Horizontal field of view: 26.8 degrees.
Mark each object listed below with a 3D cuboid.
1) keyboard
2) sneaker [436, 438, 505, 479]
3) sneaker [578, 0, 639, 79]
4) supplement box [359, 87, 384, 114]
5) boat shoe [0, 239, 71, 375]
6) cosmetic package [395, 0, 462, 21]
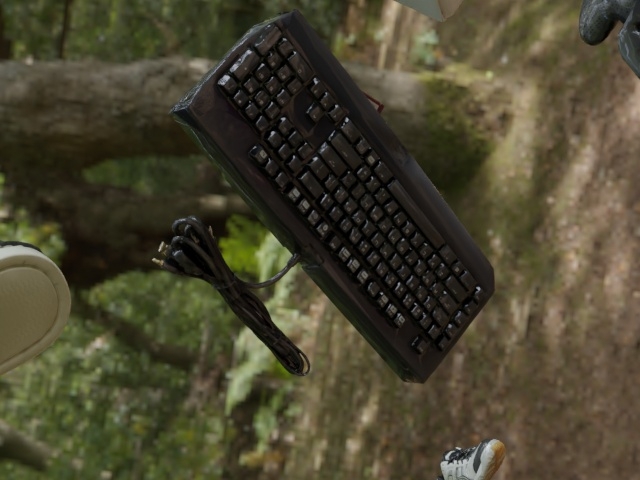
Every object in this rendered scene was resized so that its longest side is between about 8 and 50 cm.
[{"bbox_3d":[0.000,0.000,1.008,0.201,0.317,0.033,-47,30,-11],"label":"keyboard"},{"bbox_3d":[0.096,0.150,0.886,0.032,0.037,0.083,-40,-20,-31],"label":"sneaker"},{"bbox_3d":[0.256,-0.207,0.867,0.185,0.202,0.483,-20,-72,-51],"label":"sneaker"},{"bbox_3d":[0.015,-0.139,1.343,0.083,0.055,0.043,30,91,50],"label":"supplement box"},{"bbox_3d":[-0.357,0.079,0.973,0.113,0.340,0.127,37,150,54],"label":"boat shoe"},{"bbox_3d":[0.118,-0.425,1.255,0.385,0.217,0.156,-54,-28,-13],"label":"cosmetic package"}]
